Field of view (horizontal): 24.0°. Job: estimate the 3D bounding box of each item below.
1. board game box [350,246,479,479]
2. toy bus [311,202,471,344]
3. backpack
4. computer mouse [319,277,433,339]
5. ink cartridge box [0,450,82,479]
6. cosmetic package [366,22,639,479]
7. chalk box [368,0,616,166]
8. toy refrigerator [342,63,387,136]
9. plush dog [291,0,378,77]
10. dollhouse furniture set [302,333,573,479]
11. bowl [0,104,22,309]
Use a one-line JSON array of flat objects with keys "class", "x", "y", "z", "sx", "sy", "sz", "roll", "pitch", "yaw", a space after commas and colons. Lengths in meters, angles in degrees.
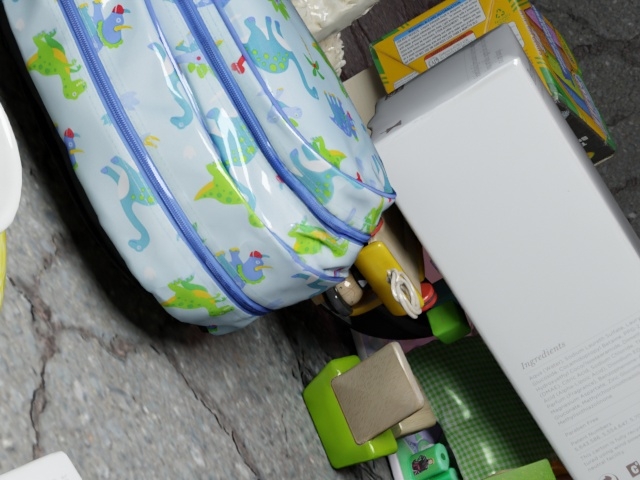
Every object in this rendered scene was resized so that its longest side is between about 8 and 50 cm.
[{"class": "board game box", "x": 0.186, "y": 0.115, "z": 1.608, "sx": 0.390, "sy": 0.050, "sz": 0.390, "roll": 9, "pitch": 56, "yaw": -45}, {"class": "toy bus", "x": 0.030, "y": 0.012, "z": 1.296, "sx": 0.202, "sy": 0.104, "sz": 0.191, "roll": 20, "pitch": 43, "yaw": -65}, {"class": "backpack", "x": -0.101, "y": -0.105, "z": 1.152, "sx": 0.290, "sy": 0.273, "sz": 0.355, "roll": 35, "pitch": 42, "yaw": -74}, {"class": "computer mouse", "x": 0.000, "y": 0.000, "z": 1.445, "sx": 0.262, "sy": 0.060, "sz": 0.184, "roll": 30, "pitch": 32, "yaw": -16}, {"class": "ink cartridge box", "x": -0.165, "y": 0.237, "z": 0.614, "sx": 0.226, "sy": 0.131, "sz": 0.306, "roll": 57, "pitch": 18, "yaw": 6}, {"class": "cosmetic package", "x": 0.202, "y": 0.017, "z": 1.329, "sx": 0.385, "sy": 0.156, "sz": 0.217, "roll": 58, "pitch": 12, "yaw": -14}, {"class": "chalk box", "x": 0.217, "y": -0.155, "z": 1.769, "sx": 0.289, "sy": 0.180, "sz": 0.179, "roll": 27, "pitch": 39, "yaw": -60}, {"class": "toy refrigerator", "x": 0.109, "y": -0.075, "z": 1.810, "sx": 0.269, "sy": 0.102, "sz": 0.094, "roll": 63, "pitch": 19, "yaw": 7}, {"class": "plush dog", "x": -0.086, "y": -0.256, "z": 1.454, "sx": 0.225, "sy": 0.211, "sz": 0.262, "roll": 58, "pitch": -23, "yaw": 12}, {"class": "dollhouse furniture set", "x": 0.164, "y": 0.162, "z": 1.375, "sx": 0.302, "sy": 0.151, "sz": 0.197, "roll": -8, "pitch": 68, "yaw": -44}, {"class": "bowl", "x": -0.241, "y": -0.025, "z": 0.731, "sx": 0.289, "sy": 0.156, "sz": 0.289, "roll": 49, "pitch": 27, "yaw": -37}]
